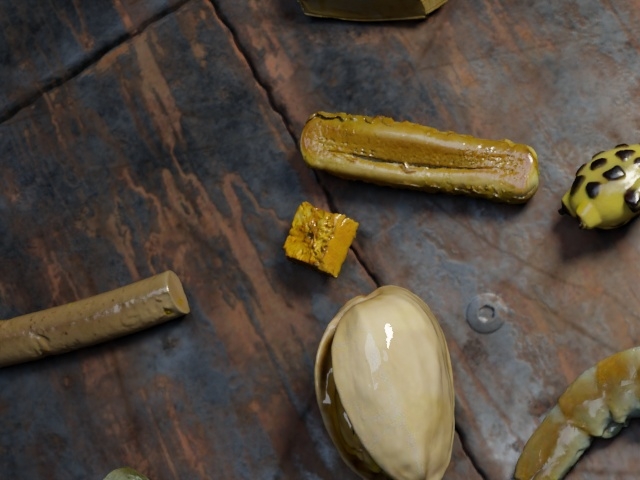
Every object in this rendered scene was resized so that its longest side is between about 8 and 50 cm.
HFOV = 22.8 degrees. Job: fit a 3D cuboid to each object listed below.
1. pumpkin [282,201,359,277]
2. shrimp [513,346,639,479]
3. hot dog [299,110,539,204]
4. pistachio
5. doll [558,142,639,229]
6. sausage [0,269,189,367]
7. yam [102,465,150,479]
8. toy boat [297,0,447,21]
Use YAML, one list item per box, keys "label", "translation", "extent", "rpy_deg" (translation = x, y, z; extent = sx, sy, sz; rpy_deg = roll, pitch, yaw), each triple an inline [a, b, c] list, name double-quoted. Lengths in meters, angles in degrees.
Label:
- label: "pumpkin"
  translation: [0.000, 0.000, 1.855]
  extent: [0.083, 0.054, 0.074]
  rpy_deg: [20, 86, 45]
- label: "shrimp"
  translation: [0.336, 0.200, 1.657]
  extent: [0.287, 0.068, 0.185]
  rpy_deg: [-7, 67, 19]
- label: "hot dog"
  translation: [0.116, -0.097, 1.843]
  extent: [0.289, 0.068, 0.083]
  rpy_deg: [11, 98, 18]
- label: "pistachio"
  translation: [0.074, 0.164, 1.728]
  extent: [0.157, 0.157, 0.229]
  rpy_deg: [-12, 80, 15]
- label: "doll"
  translation: [0.385, -0.113, 1.741]
  extent: [0.291, 0.086, 0.117]
  rpy_deg: [-40, 34, 1]
- label: "sausage"
  translation: [-0.307, 0.103, 1.923]
  extent: [0.301, 0.066, 0.066]
  rpy_deg: [-17, 67, 15]
- label: "yam"
  translation: [-0.172, 0.345, 1.766]
  extent: [0.194, 0.107, 0.107]
  rpy_deg: [30, 83, 25]
- label: "toy boat"
  translation: [0.059, -0.312, 1.942]
  extent: [0.206, 0.064, 0.072]
  rpy_deg: [6, 59, 21]
